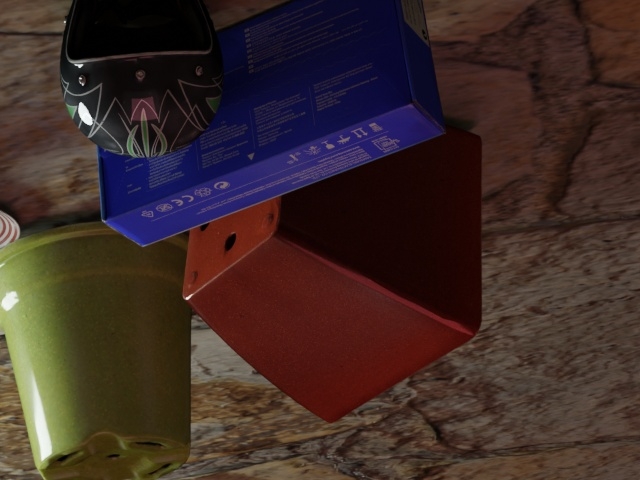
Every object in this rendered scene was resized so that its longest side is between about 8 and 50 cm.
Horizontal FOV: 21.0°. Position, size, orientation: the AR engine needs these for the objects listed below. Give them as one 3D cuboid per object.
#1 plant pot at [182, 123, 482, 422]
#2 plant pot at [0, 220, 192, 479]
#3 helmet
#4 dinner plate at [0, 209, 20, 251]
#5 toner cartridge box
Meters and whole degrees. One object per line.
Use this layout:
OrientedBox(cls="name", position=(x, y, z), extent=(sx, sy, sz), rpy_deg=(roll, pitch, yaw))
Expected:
OrientedBox(cls="plant pot", position=(0.000, 0.000, 1.875), extent=(0.235, 0.267, 0.267), rpy_deg=(25, 139, -27))
OrientedBox(cls="plant pot", position=(-0.259, 0.151, 2.054), extent=(0.276, 0.254, 0.276), rpy_deg=(-8, 156, -4))
OrientedBox(cls="helmet", position=(-0.167, -0.156, 1.614), extent=(0.169, 0.162, 0.169), rpy_deg=(-6, 152, -3))
OrientedBox(cls="dinner plate", position=(-0.416, -0.014, 1.977), extent=(0.141, 0.017, 0.141), rpy_deg=(-6, 151, -3))
OrientedBox(cls="toner cartridge box", position=(-0.057, -0.130, 1.689), extent=(0.347, 0.165, 0.075), rpy_deg=(-19, 150, 23))
